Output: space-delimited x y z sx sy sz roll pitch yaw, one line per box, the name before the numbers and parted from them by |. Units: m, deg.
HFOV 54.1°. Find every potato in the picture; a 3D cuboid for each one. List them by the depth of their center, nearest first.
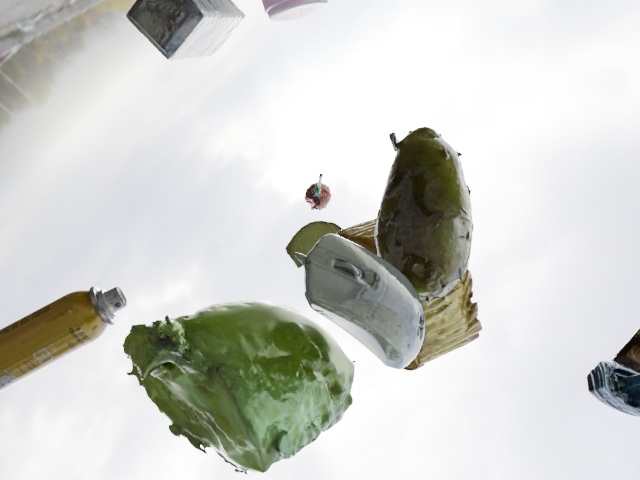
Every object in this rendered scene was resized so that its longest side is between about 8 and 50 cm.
potato | 0.120 -0.036 0.731 0.117 0.090 0.226 -12 -120 29
potato | 0.000 0.000 1.529 0.149 0.081 0.120 -36 168 13

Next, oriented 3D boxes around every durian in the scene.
durian | -0.102 0.203 0.921 0.339 0.256 0.204 -15 154 -47

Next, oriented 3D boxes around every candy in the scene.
candy | -0.003 -0.104 1.244 0.060 0.060 0.201 -48 175 -8

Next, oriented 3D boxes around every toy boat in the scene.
toy boat | 0.400 0.190 0.796 0.061 0.137 0.060 -39 -149 43

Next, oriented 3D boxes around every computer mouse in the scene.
computer mouse | 0.050 0.055 0.621 0.056 0.181 0.089 -30 -148 41

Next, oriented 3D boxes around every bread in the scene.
bread | 0.118 0.063 0.900 0.133 0.179 0.250 -16 -156 -25

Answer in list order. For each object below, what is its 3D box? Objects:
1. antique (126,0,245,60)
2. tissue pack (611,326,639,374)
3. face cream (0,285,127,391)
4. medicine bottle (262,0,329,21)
antique | -0.192 -0.324 0.907 0.088 0.086 0.183 -43 -175 22
tissue pack | 0.767 0.197 1.215 0.370 0.198 0.210 -44 -138 -13
face cream | -0.527 0.187 1.172 0.348 0.105 0.105 -29 -160 -8
medicine bottle | -0.048 -0.317 0.569 0.115 0.219 0.078 -8 -169 39
